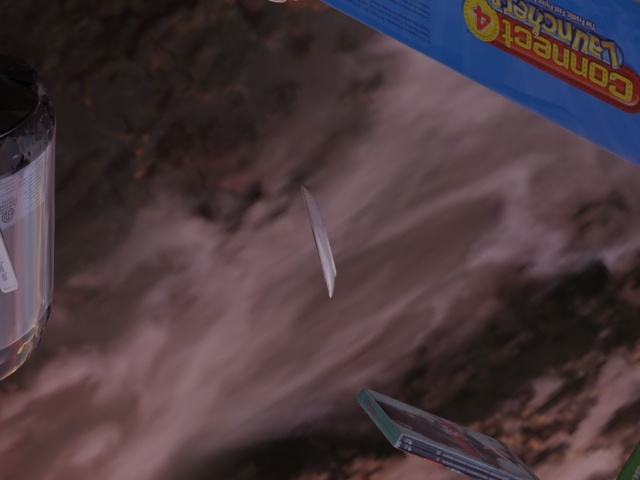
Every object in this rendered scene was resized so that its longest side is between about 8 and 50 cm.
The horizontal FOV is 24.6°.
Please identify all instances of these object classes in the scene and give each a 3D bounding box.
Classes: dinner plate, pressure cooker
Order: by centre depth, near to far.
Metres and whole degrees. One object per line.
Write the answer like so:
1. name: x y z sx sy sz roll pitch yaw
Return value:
1. pressure cooker: -0.500 -0.001 1.750 0.370 0.375 0.420 -9 126 -22
2. dinner plate: 0.000 0.000 1.770 0.017 0.141 0.141 -14 151 -3

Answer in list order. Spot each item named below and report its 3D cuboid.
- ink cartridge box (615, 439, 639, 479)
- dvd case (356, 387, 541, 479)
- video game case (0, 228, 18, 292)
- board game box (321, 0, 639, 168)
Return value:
1. ink cartridge box: 0.302 0.280 0.987 0.201 0.278 0.117 -51 152 -30
2. dvd case: 0.089 0.137 0.988 0.119 0.087 0.013 25 97 -20
3. video game case: -0.301 -0.055 1.270 0.019 0.157 0.143 -18 146 -10
4. board game box: 0.171 -0.183 0.749 0.302 0.308 0.086 -32 138 -29
